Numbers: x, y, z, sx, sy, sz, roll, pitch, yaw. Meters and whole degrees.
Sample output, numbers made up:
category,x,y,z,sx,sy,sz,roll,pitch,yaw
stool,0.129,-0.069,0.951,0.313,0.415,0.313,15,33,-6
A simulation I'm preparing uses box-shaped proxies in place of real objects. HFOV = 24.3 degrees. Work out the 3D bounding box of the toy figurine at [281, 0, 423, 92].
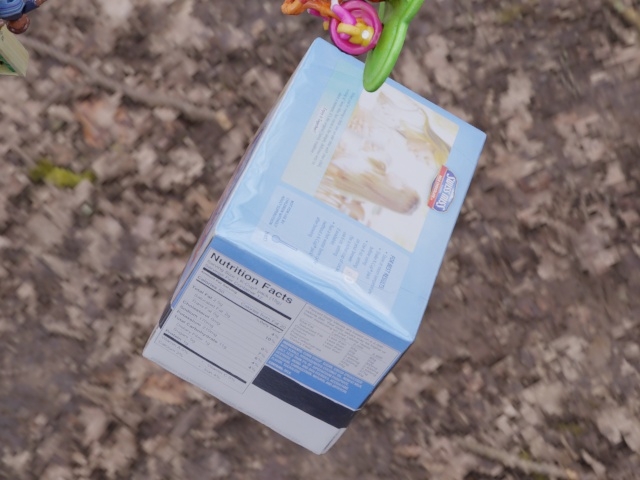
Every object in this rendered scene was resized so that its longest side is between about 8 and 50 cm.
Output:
category,x,y,z,sx,sy,sz,roll,pitch,yaw
toy figurine,-0.004,-0.214,1.074,0.159,0.130,0.173,19,92,-14

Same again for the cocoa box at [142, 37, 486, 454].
category,x,y,z,sx,sy,sz,roll,pitch,yaw
cocoa box,0.000,0.000,1.597,0.231,0.228,0.347,29,45,-5

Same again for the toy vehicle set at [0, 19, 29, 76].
category,x,y,z,sx,sy,sz,roll,pitch,yaw
toy vehicle set,-0.498,-0.283,1.922,0.166,0.267,0.035,5,75,9

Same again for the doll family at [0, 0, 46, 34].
category,x,y,z,sx,sy,sz,roll,pitch,yaw
doll family,-0.396,-0.245,1.624,0.193,0.111,0.076,0,64,3
